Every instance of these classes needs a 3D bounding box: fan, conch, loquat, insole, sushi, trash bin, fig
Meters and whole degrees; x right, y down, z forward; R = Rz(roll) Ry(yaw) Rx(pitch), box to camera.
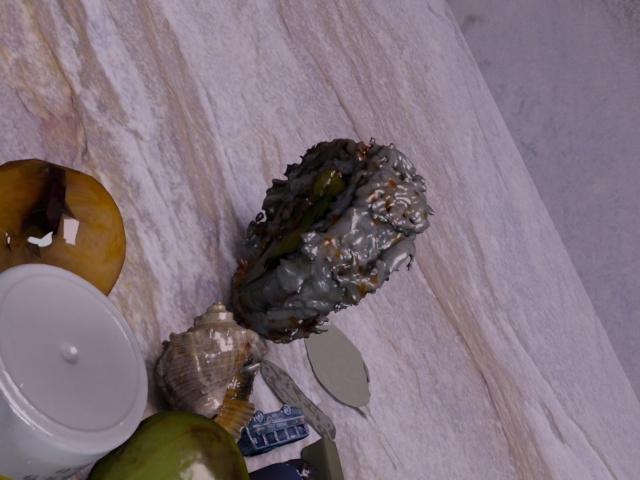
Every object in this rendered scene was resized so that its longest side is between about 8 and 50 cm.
[{"bbox_3d":[0.071,0.292,2.013,0.310,0.010,0.182,58,29,10],"label":"fan"},{"bbox_3d":[-0.160,0.213,1.604,0.178,0.163,0.245,11,80,-33],"label":"conch"},{"bbox_3d":[-0.370,0.010,1.402,0.235,0.235,0.235,37,34,-31],"label":"loquat"},{"bbox_3d":[-0.038,0.277,1.867,0.193,0.006,0.065,46,30,-19],"label":"insole"},{"bbox_3d":[0.001,0.001,1.812,0.176,0.417,0.417,42,31,-21],"label":"sushi"},{"bbox_3d":[0.004,0.378,1.773,0.043,0.061,0.092,32,35,-37],"label":"trash bin"},{"bbox_3d":[-0.197,0.320,1.376,0.230,0.207,0.207,14,50,-52],"label":"fig"}]

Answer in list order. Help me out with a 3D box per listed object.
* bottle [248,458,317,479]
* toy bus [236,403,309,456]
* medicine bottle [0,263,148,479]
[{"bbox_3d":[-0.091,0.377,1.604,0.244,0.082,0.072,-4,62,-59],"label":"bottle"},{"bbox_3d":[-0.082,0.304,1.732,0.166,0.047,0.065,-1,65,-58],"label":"toy bus"},{"bbox_3d":[-0.357,0.179,1.243,0.238,0.232,0.238,38,34,-32],"label":"medicine bottle"}]
